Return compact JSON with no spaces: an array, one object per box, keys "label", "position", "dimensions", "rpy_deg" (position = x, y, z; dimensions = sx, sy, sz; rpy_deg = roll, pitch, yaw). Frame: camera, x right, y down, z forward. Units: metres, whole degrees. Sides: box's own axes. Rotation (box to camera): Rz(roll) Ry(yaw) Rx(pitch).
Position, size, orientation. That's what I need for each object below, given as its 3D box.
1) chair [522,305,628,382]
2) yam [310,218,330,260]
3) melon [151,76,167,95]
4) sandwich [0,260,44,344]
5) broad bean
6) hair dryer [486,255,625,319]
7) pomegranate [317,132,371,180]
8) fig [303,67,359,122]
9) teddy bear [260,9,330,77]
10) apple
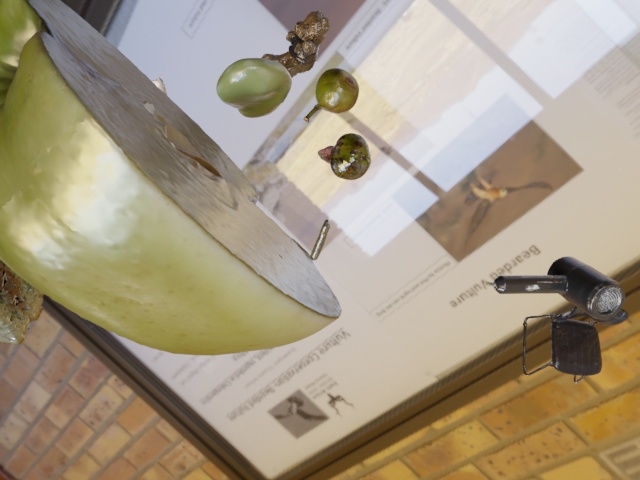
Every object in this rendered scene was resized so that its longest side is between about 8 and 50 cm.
[{"label":"chair","position":[0.576,0.231,1.240],"dimensions":[0.221,0.140,0.145],"rpy_deg":[117,-19,-67]},{"label":"yam","position":[0.000,0.000,1.536],"dimensions":[0.033,0.027,0.129],"rpy_deg":[-43,159,-53]},{"label":"melon","position":[-0.374,-0.241,1.187],"dimensions":[0.093,0.140,0.202],"rpy_deg":[-7,145,-28]},{"label":"sandwich","position":[-0.532,0.028,0.715],"dimensions":[0.325,0.262,0.131],"rpy_deg":[112,-11,-62]},{"label":"broad bean","position":[-0.142,-0.341,1.223],"dimensions":[0.169,0.100,0.228],"rpy_deg":[-12,-178,15]},{"label":"hair dryer","position":[0.383,0.077,0.928],"dimensions":[0.124,0.219,0.072],"rpy_deg":[-119,-147,-69]},{"label":"pomegranate","position":[0.068,-0.248,1.594],"dimensions":[0.125,0.163,0.138],"rpy_deg":[78,30,-77]},{"label":"fig","position":[0.045,-0.476,1.820],"dimensions":[0.186,0.142,0.148],"rpy_deg":[146,-46,-64]},{"label":"teddy bear","position":[-0.065,-0.561,1.627],"dimensions":[0.251,0.182,0.129],"rpy_deg":[-45,140,13]},{"label":"apple","position":[-0.150,-0.062,0.505],"dimensions":[0.320,0.360,0.312],"rpy_deg":[-1,-111,28]}]
